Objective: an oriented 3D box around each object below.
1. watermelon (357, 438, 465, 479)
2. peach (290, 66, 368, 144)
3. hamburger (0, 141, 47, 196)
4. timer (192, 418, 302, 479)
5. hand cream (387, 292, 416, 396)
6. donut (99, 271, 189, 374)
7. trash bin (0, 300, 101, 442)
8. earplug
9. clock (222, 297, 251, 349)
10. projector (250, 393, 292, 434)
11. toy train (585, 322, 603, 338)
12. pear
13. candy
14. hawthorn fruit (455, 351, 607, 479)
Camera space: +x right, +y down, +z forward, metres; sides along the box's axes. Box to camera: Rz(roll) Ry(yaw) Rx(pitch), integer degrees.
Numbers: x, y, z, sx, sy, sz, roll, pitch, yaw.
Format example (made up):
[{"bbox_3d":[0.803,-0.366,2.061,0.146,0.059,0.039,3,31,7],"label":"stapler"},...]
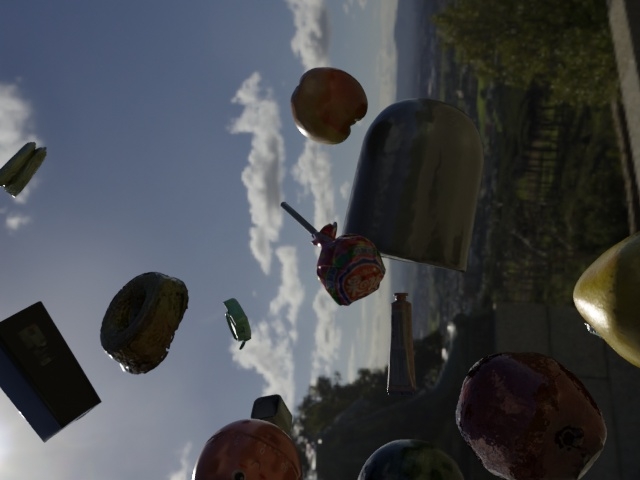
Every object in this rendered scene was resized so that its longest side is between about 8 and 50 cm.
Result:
[{"bbox_3d":[0.193,0.543,1.549,0.242,0.242,0.243,2,-90,-84],"label":"watermelon"},{"bbox_3d":[0.016,-0.319,1.711,0.184,0.184,0.184,2,-90,-84],"label":"peach"},{"bbox_3d":[-0.541,-0.141,1.332,0.084,0.054,0.121,-41,22,24],"label":"hamburger"},{"bbox_3d":[-0.153,0.502,1.541,0.215,0.229,0.230,-68,-19,-52],"label":"timer"},{"bbox_3d":[0.168,0.213,1.500,0.043,0.067,0.210,11,-102,-54],"label":"hand cream"},{"bbox_3d":[-0.458,0.195,1.850,0.107,0.272,0.272,38,-134,-41],"label":"donut"},{"bbox_3d":[-0.542,0.259,1.400,0.115,0.165,0.226,-32,-93,-44],"label":"trash bin"},{"bbox_3d":[0.236,-0.140,1.775,0.312,0.312,0.394,35,-114,-83],"label":"earplug"},{"bbox_3d":[-0.218,0.226,1.929,0.101,0.041,0.135,50,154,44],"label":"clock"},{"bbox_3d":[-0.129,0.468,1.927,0.083,0.083,0.082,-81,-28,-53],"label":"projector"},{"bbox_3d":[0.732,0.226,1.790,0.207,0.043,0.047,-172,78,-71],"label":"toy train"},{"bbox_3d":[0.625,0.110,1.319,0.336,0.284,0.285,98,175,-80],"label":"pear"},{"bbox_3d":[0.000,0.000,1.377,0.365,0.124,0.124,-138,42,-55],"label":"candy"},{"bbox_3d":[0.278,0.239,0.952,0.202,0.185,0.185,-168,80,-75],"label":"hawthorn fruit"}]
